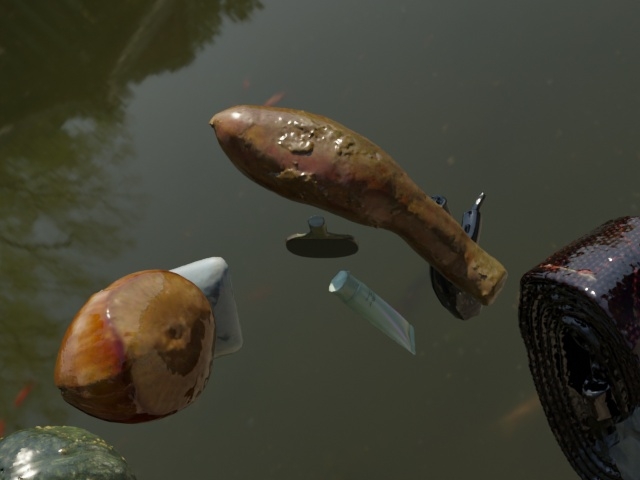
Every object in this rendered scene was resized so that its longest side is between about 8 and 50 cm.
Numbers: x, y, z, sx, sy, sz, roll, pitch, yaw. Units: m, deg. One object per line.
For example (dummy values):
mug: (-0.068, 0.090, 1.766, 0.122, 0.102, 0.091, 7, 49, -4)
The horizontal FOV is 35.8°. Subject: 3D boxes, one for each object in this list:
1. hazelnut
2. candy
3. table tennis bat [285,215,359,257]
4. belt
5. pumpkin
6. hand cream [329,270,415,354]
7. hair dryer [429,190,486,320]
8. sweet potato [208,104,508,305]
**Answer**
hazelnut: (-0.177, 0.099, 0.929, 0.150, 0.150, 0.150, -32, 33, 24)
candy: (-0.190, 0.105, 1.259, 0.174, 0.138, 0.071, -16, 24, -16)
table tennis bat: (0.000, 0.000, 1.822, 0.138, 0.246, 0.022, -1, 74, 4)
belt: (0.308, 0.118, 0.950, 0.164, 0.289, 0.184, -31, 30, -22)
pumpkin: (-0.418, 0.429, 1.480, 0.291, 0.257, 0.327, 30, 98, 50)
hand cream: (0.103, 0.130, 1.811, 0.050, 0.205, 0.078, -40, 27, 25)
hair dryer: (0.239, -0.022, 1.710, 0.091, 0.235, 0.271, -8, 31, 23)
sweet potato: (0.052, -0.057, 1.126, 0.109, 0.385, 0.109, -62, 1, 2)
